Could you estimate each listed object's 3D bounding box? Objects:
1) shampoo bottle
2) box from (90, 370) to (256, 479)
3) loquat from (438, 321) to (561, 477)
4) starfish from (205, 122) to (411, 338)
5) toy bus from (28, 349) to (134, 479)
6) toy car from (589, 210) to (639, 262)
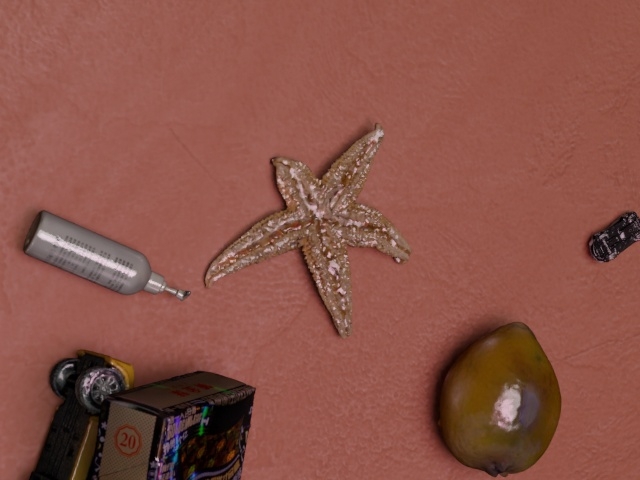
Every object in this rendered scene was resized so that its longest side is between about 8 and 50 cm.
[{"bbox_3d":[-0.242,0.028,1.706,0.195,0.056,0.056,26,79,-19],"label":"shampoo bottle"},{"bbox_3d":[-0.172,0.310,1.614,0.198,0.084,0.310,-8,110,-64],"label":"box"},{"bbox_3d":[0.225,0.197,1.839,0.152,0.152,0.195,16,74,-20],"label":"loquat"},{"bbox_3d":[0.002,0.000,1.807,0.295,0.048,0.231,-39,102,-17],"label":"starfish"},{"bbox_3d":[-0.275,0.294,1.650,0.123,0.121,0.336,23,80,-28],"label":"toy bus"},{"bbox_3d":[0.392,-0.003,1.970,0.093,0.025,0.041,-32,98,-23],"label":"toy car"}]
